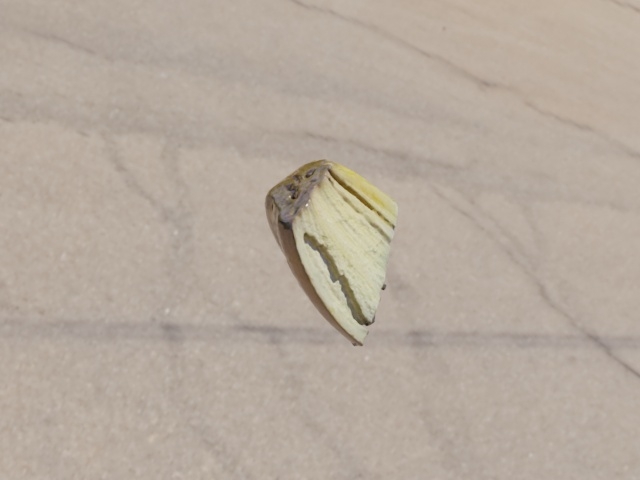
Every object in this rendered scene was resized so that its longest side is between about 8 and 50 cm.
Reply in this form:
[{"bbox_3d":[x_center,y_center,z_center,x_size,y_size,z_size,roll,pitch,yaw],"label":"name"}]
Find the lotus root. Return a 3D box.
[{"bbox_3d":[0.000,-0.003,0.979,0.135,0.095,0.159,51,44,-34],"label":"lotus root"}]
